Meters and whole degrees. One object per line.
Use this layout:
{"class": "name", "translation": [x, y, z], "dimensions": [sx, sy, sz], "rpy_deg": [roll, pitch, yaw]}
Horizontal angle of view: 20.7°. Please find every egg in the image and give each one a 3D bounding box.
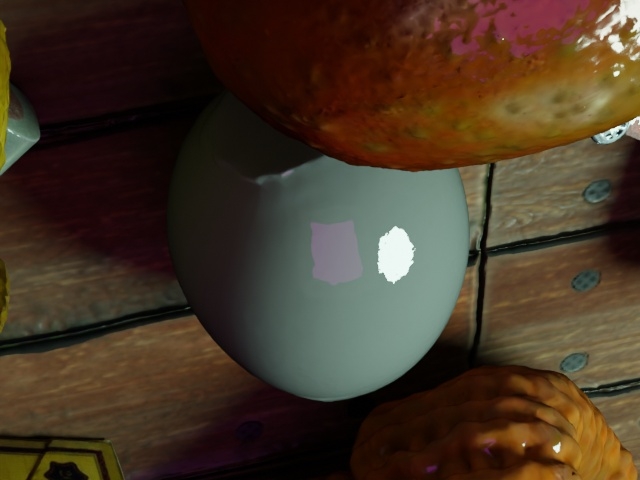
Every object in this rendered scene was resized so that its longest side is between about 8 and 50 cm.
{"class": "egg", "translation": [0.000, 0.000, 1.031], "dimensions": [0.176, 0.176, 0.232], "rpy_deg": [-16, 142, -7]}

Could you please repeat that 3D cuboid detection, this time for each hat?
{"class": "hat", "translation": [0.053, 0.278, 1.243], "dimensions": [0.400, 0.285, 0.285], "rpy_deg": [-30, 134, 11]}

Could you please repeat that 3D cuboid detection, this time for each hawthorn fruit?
{"class": "hawthorn fruit", "translation": [0.046, -0.162, 0.850], "dimensions": [0.299, 0.275, 0.275], "rpy_deg": [-15, 136, 16]}

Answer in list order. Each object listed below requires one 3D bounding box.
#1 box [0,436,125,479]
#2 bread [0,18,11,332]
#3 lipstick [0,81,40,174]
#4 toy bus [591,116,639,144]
{"class": "box", "translation": [-0.298, 0.219, 1.170], "dimensions": [0.301, 0.084, 0.193], "rpy_deg": [6, 127, -26]}
{"class": "bread", "translation": [-0.297, -0.057, 0.744], "dimensions": [0.337, 0.358, 0.204], "rpy_deg": [-4, 123, -38]}
{"class": "lipstick", "translation": [-0.246, -0.023, 0.999], "dimensions": [0.186, 0.057, 0.063], "rpy_deg": [-40, 132, 18]}
{"class": "toy bus", "translation": [0.141, -0.115, 1.063], "dimensions": [0.192, 0.065, 0.077], "rpy_deg": [16, 115, -32]}
